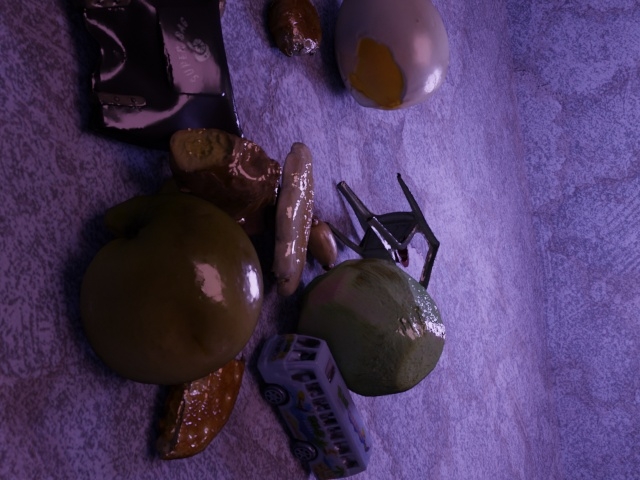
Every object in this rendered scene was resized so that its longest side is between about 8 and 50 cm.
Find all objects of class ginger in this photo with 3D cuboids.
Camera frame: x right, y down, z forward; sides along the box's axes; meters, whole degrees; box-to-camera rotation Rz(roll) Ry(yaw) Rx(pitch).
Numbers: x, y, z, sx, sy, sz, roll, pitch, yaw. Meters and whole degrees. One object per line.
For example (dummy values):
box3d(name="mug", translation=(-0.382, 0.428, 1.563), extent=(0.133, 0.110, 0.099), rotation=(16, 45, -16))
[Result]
box3d(name="ginger", translation=(-0.179, -0.076, 1.567), extent=(0.270, 0.218, 0.123), rotation=(112, -27, -54))

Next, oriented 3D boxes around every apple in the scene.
box3d(name="apple", translation=(-0.215, 0.066, 1.408), extent=(0.295, 0.233, 0.258), rotation=(-71, 147, -43))

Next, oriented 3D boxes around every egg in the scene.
box3d(name="egg", translation=(0.172, -0.490, 2.248), extent=(0.283, 0.283, 0.345), rotation=(-12, 89, -62))

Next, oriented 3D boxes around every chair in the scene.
box3d(name="chair", translation=(0.147, 0.008, 2.157), extent=(0.275, 0.203, 0.191), rotation=(51, 51, -31))

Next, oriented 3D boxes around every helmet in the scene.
box3d(name="helmet", translation=(0.186, 0.022, 2.360), extent=(0.089, 0.057, 0.111), rotation=(13, 66, -64))

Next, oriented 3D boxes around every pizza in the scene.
box3d(name="pizza", translation=(-0.209, 0.252, 1.545), extent=(0.292, 0.058, 0.197), rotation=(-52, 138, -54))

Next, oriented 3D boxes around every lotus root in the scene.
box3d(name="lotus root", translation=(0.000, 0.000, 2.003), extent=(0.073, 0.062, 0.150), rotation=(52, -15, 56))

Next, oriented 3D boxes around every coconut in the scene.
box3d(name="coconut", translation=(0.091, 0.171, 1.908), extent=(0.328, 0.328, 0.281), rotation=(-36, 148, -59))

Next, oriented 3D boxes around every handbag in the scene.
box3d(name="handbag", translation=(-0.278, -0.307, 1.511), extent=(0.288, 0.152, 0.343), rotation=(-12, 93, -50))

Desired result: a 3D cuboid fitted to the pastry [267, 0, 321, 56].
box3d(name="pastry", translation=(-0.057, -0.479, 2.023), extent=(0.153, 0.081, 0.153), rotation=(14, 74, -58))

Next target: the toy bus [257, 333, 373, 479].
box3d(name="toy bus", translation=(-0.009, 0.333, 1.821), extent=(0.330, 0.135, 0.109), rotation=(66, 29, -29))

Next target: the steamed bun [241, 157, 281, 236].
box3d(name="steamed bun", translation=(-0.130, -0.082, 1.745), extent=(0.175, 0.106, 0.145), rotation=(-47, 127, -61))

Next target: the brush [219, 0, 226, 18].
box3d(name="brush", translation=(-0.217, -0.347, 1.743), extent=(0.039, 0.042, 0.299), rotation=(24, 64, -42))

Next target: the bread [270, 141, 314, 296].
box3d(name="bread", translation=(-0.051, -0.039, 1.815), extent=(0.316, 0.054, 0.316), rotation=(5, 90, -85))
